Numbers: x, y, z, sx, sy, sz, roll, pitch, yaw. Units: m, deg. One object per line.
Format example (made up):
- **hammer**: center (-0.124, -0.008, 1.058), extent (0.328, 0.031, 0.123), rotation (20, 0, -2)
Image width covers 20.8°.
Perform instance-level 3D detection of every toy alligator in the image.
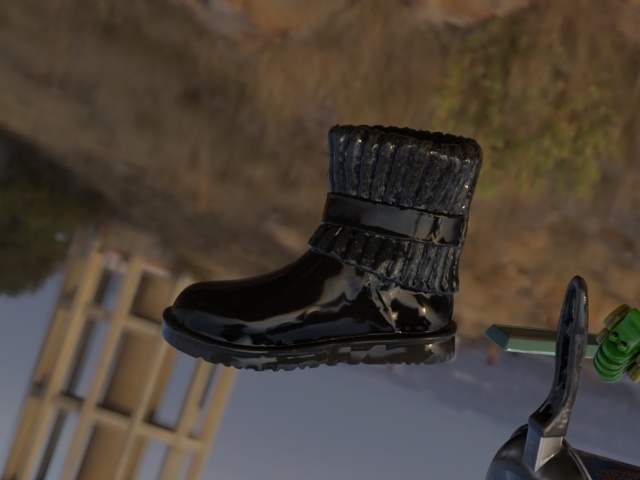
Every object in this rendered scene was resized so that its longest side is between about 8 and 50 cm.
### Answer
- **toy alligator**: center (0.276, 0.090, 1.576), extent (0.056, 0.051, 0.189), rotation (51, 164, 19)

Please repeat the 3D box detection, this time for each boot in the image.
- **boot**: center (0.000, -0.001, 1.917), extent (0.348, 0.260, 0.131), rotation (-1, -162, -11)

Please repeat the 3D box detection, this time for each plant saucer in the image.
- **plant saucer**: center (0.298, 0.124, 2.115), extent (0.192, 0.018, 0.067), rotation (5, -167, -18)

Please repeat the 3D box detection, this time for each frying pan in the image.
- **frying pan**: center (0.201, 0.211, 1.463), extent (0.053, 0.326, 0.197), rotation (-10, -133, -20)

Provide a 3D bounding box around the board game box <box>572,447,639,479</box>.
- **board game box**: center (0.275, 0.275, 1.498), extent (0.047, 0.160, 0.210), rotation (-17, -164, -35)
